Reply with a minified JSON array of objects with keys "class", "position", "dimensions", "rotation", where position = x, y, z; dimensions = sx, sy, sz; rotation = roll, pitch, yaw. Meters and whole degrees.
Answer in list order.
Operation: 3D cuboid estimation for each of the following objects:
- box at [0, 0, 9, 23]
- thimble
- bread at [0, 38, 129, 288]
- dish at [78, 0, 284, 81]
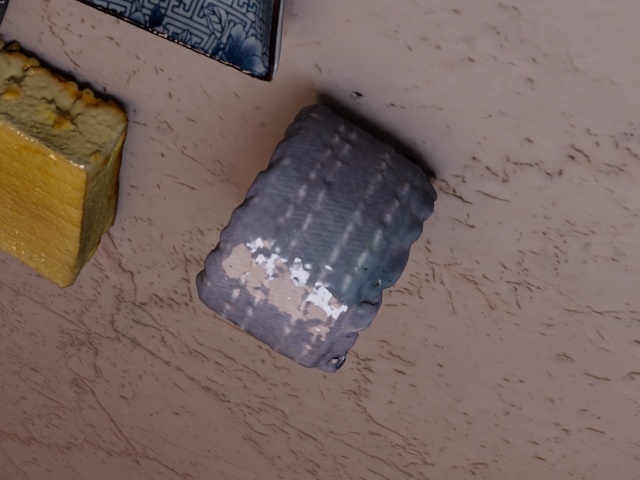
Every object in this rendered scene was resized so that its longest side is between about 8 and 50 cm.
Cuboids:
[{"class":"box","position":[-0.531,-0.185,1.622],"dimensions":[0.251,0.204,0.345],"rotation":[34,146,-5]},{"class":"thimble","position":[0.000,0.000,1.428],"dimensions":[0.172,0.236,0.205],"rotation":[32,140,-3]},{"class":"bread","position":[-0.322,-0.081,1.683],"dimensions":[0.184,0.114,0.275],"rotation":[31,145,6]},{"class":"dish","position":[-0.127,-0.267,1.320],"dimensions":[0.243,0.080,0.182],"rotation":[25,145,12]}]
